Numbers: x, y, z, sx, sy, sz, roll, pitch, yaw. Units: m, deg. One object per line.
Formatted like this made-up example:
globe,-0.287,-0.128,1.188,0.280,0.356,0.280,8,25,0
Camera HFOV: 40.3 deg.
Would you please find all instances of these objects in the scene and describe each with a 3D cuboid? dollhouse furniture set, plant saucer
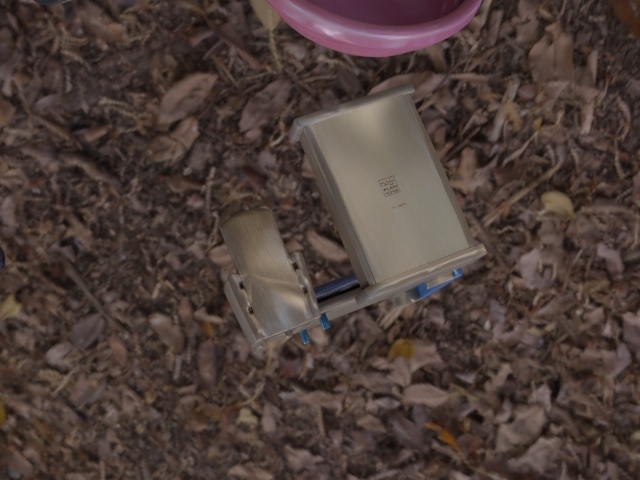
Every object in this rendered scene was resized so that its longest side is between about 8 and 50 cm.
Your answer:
dollhouse furniture set,0.000,0.000,1.008,0.303,0.286,0.198,126,123,-71
plant saucer,0.054,-0.362,1.169,0.332,0.332,0.084,29,144,8

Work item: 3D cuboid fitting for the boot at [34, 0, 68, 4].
boot,-0.066,-0.229,0.512,0.236,0.178,0.085,-34,91,34

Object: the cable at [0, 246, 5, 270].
cable,-0.378,-0.018,0.802,0.150,0.184,0.047,26,86,8
